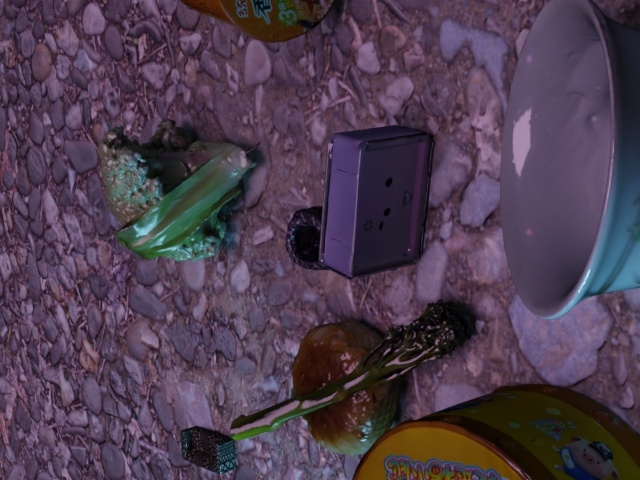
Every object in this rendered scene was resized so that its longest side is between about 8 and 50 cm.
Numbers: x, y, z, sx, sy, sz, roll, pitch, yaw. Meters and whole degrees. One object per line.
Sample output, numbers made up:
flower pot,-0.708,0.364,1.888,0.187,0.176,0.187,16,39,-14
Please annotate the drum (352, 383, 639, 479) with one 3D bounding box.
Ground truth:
drum,0.238,0.399,1.528,0.431,0.214,0.431,16,111,47

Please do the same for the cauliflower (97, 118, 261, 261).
cauliflower,-0.221,-0.094,1.983,0.315,0.239,0.256,-24,94,15

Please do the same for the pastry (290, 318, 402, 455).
pastry,0.033,0.217,1.810,0.182,0.093,0.192,35,123,41

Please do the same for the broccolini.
broccolini,0.031,0.182,1.711,0.392,0.074,0.079,-25,118,22

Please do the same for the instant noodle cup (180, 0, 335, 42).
instant noodle cup,-0.108,-0.402,1.725,0.182,0.230,0.230,18,112,49

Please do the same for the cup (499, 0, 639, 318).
cup,0.320,-0.085,1.302,0.347,0.163,0.347,-177,90,-82

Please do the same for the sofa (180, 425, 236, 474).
sofa,-0.201,0.371,2.158,0.118,0.039,0.060,9,105,48

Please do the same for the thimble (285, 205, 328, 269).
thimble,0.001,0.002,1.816,0.104,0.066,0.095,47,128,31

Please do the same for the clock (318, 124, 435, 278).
clock,0.074,-0.053,1.657,0.073,0.145,0.193,23,116,44
